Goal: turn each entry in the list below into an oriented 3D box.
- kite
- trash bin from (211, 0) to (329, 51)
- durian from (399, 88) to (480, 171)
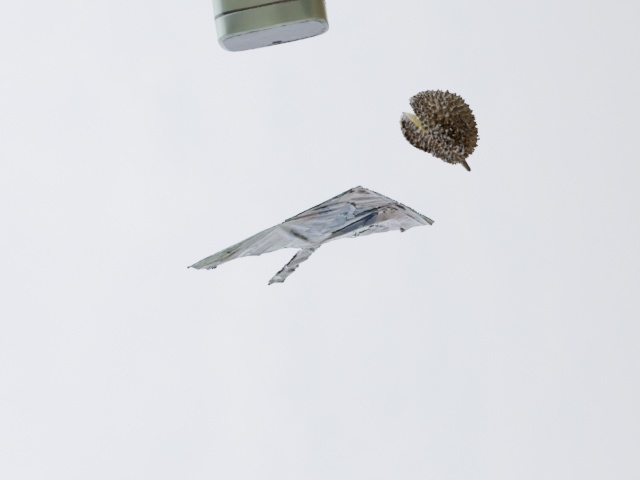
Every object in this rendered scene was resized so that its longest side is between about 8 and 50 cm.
[{"bbox_3d":[0.000,0.000,1.271,0.335,0.314,0.011,-9,-108,-23],"label":"kite"},{"bbox_3d":[-0.057,-0.271,1.070,0.059,0.116,0.130,49,-148,-79],"label":"trash bin"},{"bbox_3d":[0.182,-0.160,1.494,0.140,0.110,0.071,54,172,-1],"label":"durian"}]
